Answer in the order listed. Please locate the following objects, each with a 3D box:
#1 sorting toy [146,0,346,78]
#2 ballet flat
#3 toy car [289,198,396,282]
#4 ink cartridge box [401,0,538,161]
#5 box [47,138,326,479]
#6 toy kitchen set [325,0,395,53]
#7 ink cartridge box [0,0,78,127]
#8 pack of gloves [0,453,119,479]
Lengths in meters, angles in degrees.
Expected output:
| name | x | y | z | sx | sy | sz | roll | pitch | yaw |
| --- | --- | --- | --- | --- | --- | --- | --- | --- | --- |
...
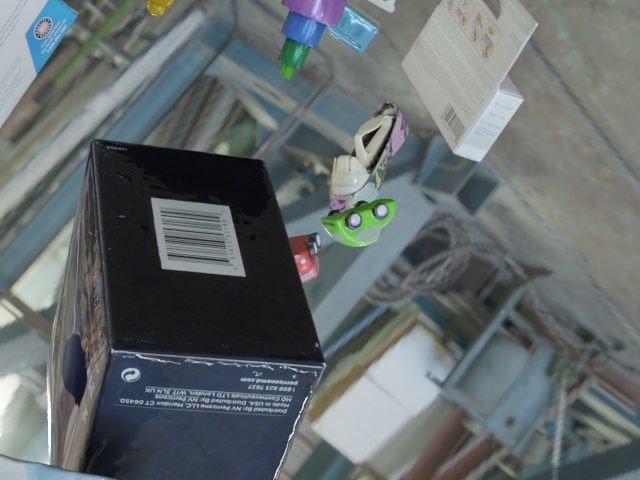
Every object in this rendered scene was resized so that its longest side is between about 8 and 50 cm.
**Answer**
| name | x | y | z | sx | sy | sz | roll | pitch | yaw |
| --- | --- | --- | --- | --- | --- | --- | --- | --- | --- |
| sorting toy | -0.112 | -0.281 | 1.289 | 0.127 | 0.126 | 0.365 | 8 | -158 | -44 |
| ballet flat | 0.061 | -0.114 | 1.603 | 0.076 | 0.221 | 0.079 | 8 | 145 | 33 |
| toy car | 0.000 | 0.000 | 1.400 | 0.239 | 0.225 | 0.053 | 11 | 117 | 63 |
| ink cartridge box | 0.267 | -0.324 | 1.910 | 0.066 | 0.261 | 0.296 | 14 | -147 | -29 |
| box | -0.145 | 0.115 | 1.020 | 0.182 | 0.294 | 0.296 | 6 | -145 | -19 |
| toy kitchen set | 0.070 | -0.381 | 1.654 | 0.122 | 0.207 | 0.166 | 33 | -157 | -11 |
| ink cartridge box | -0.426 | -0.264 | 1.210 | 0.168 | 0.171 | 0.232 | 33 | 177 | 31 |
| pack of gloves | -0.172 | 0.248 | 0.864 | 0.232 | 0.046 | 0.195 | 1 | 114 | 42 |
